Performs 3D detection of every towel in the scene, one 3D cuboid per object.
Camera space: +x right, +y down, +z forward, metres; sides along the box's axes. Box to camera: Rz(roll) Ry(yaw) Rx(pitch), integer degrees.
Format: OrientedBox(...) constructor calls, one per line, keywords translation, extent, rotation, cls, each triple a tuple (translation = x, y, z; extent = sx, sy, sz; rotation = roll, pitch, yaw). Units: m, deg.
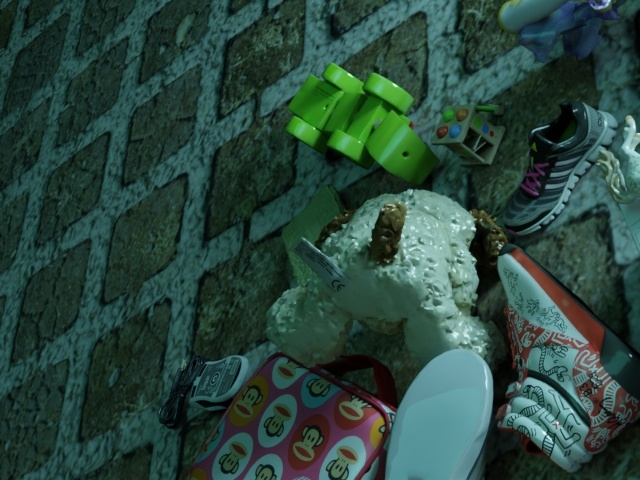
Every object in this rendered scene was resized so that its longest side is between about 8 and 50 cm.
OrientedBox(translation=(0.000, 0.000, 1.790), extent=(0.110, 0.027, 0.148), rotation=(-46, 35, 17), cls="towel")

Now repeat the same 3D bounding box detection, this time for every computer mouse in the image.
OrientedBox(translation=(-0.141, 0.195, 1.795), extent=(0.193, 0.042, 0.106), rotation=(-13, 48, 54), cls="computer mouse")

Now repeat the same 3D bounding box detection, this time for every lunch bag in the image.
OrientedBox(translation=(-0.007, 0.240, 1.508), extent=(0.258, 0.120, 0.293), rotation=(-58, 32, -3), cls="lunch bag")

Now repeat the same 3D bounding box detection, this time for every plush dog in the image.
OrientedBox(translation=(0.084, 0.017, 1.480), extent=(0.263, 0.210, 0.225), rotation=(6, 27, 12), cls="plush dog")

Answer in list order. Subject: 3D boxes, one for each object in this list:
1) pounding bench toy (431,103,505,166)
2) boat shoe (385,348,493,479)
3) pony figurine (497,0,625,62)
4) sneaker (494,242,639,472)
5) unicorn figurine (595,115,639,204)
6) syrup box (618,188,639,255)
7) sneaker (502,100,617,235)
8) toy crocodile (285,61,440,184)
OrientedBox(translation=(0.180, -0.141, 1.639), extent=(0.052, 0.065, 0.083), rotation=(2, 64, 53), cls="pounding bench toy")
OrientedBox(translation=(0.122, 0.244, 1.358), extent=(0.096, 0.088, 0.267), rotation=(3, 72, 31), cls="boat shoe")
OrientedBox(translation=(0.344, -0.318, 1.436), extent=(0.363, 0.303, 0.351), rotation=(-27, 32, 60), cls="pony figurine")
OrientedBox(translation=(0.213, 0.116, 1.356), extent=(0.145, 0.090, 0.270), rotation=(-49, 36, 7), cls="sneaker")
OrientedBox(translation=(0.325, -0.083, 1.247), extent=(0.162, 0.060, 0.111), rotation=(-48, 31, 41), cls="unicorn figurine")
OrientedBox(translation=(0.357, 0.022, 1.245), extent=(0.096, 0.093, 0.237), rotation=(-39, 36, 24), cls="syrup box")
OrientedBox(translation=(0.247, -0.085, 1.496), extent=(0.170, 0.075, 0.063), rotation=(-52, 33, 8), cls="sneaker")
OrientedBox(translation=(0.048, -0.156, 1.807), extent=(0.115, 0.105, 0.340), rotation=(-58, 28, -1), cls="toy crocodile")
